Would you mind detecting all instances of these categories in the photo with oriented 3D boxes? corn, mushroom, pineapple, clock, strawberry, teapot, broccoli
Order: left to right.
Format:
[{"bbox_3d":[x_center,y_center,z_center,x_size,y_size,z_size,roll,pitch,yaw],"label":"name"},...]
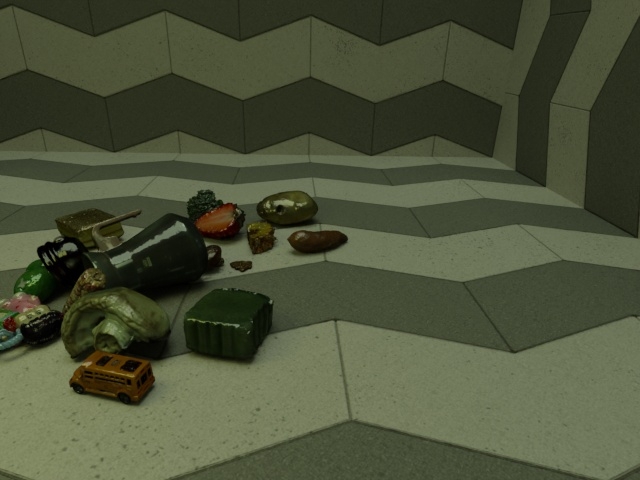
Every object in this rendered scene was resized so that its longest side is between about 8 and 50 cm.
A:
[{"bbox_3d":[-0.849,0.239,1.192,0.195,0.100,0.194,14,31,30],"label":"clock"},{"bbox_3d":[-0.691,0.166,1.233,0.079,0.237,0.080,33,32,-24],"label":"corn"},{"bbox_3d":[-0.549,0.207,1.155,0.266,0.164,0.189,-8,9,18],"label":"mushroom"},{"bbox_3d":[-0.585,0.048,1.416,0.343,0.301,0.253,-27,-1,-38],"label":"teapot"},{"bbox_3d":[-0.421,0.064,1.612,0.109,0.085,0.126,-7,20,-18],"label":"mushroom"},{"bbox_3d":[-0.503,-0.161,2.046,0.198,0.178,0.274,6,11,21],"label":"broccoli"},{"bbox_3d":[-0.440,-0.064,1.884,0.236,0.111,0.190,-12,46,15],"label":"strawberry"},{"bbox_3d":[-0.245,-0.022,1.824,0.134,0.080,0.233,-2,25,-13],"label":"pineapple"}]

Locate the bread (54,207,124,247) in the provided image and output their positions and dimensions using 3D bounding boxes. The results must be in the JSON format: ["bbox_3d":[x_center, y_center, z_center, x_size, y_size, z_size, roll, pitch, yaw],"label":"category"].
[{"bbox_3d":[-0.979,-0.051,1.808,0.234,0.111,0.184,19,32,36],"label":"bread"}]

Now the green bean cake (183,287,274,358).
[{"bbox_3d":[-0.255,0.229,1.221,0.222,0.125,0.227,4,23,10],"label":"green bean cake"}]

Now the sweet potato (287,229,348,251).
[{"bbox_3d":[0.002,0.000,1.787,0.291,0.098,0.097,-2,23,-28],"label":"sweet potato"}]

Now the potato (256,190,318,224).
[{"bbox_3d":[-0.161,-0.156,2.053,0.295,0.142,0.192,-3,41,-14],"label":"potato"}]

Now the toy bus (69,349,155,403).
[{"bbox_3d":[-0.510,0.324,1.032,0.194,0.088,0.083,6,24,12],"label":"toy bus"}]

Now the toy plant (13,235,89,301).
[{"bbox_3d":[-0.898,0.103,1.425,0.235,0.176,0.218,-38,30,-14],"label":"toy plant"}]

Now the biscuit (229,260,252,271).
[{"bbox_3d":[-0.308,0.094,1.640,0.092,0.016,0.082,11,27,16],"label":"biscuit"}]
